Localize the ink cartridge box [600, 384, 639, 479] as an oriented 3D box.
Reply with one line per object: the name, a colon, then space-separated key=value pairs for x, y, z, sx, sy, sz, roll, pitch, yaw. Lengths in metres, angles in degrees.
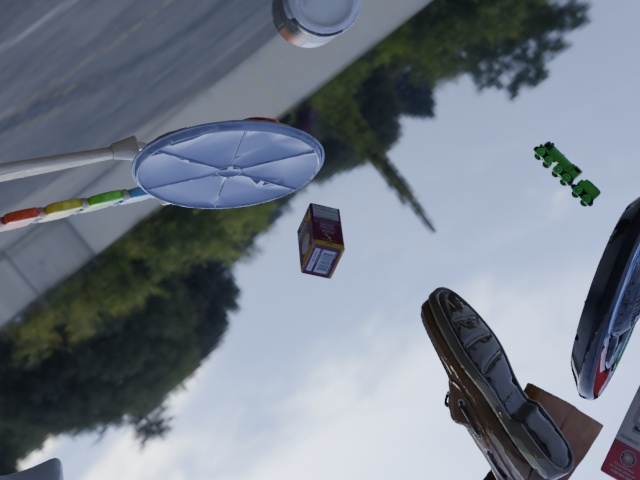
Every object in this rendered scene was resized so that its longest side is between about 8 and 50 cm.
ink cartridge box: x=0.641 y=0.320 z=2.067 sx=0.207 sy=0.117 sz=0.283 roll=27 pitch=-86 yaw=50

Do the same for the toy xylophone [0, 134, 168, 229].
toy xylophone: x=-0.318 y=-0.054 z=1.410 sx=0.323 sy=0.081 sz=0.236 roll=-14 pitch=-178 yaw=-12

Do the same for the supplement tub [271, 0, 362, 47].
supplement tub: x=-0.010 y=-0.354 z=1.810 sx=0.117 sy=0.117 sz=0.190 roll=-39 pitch=-171 yaw=-6

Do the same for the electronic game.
electronic game: x=0.310 y=0.055 z=1.223 sx=0.229 sy=0.048 sz=0.229 roll=-51 pitch=152 yaw=-40

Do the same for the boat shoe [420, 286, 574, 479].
boat shoe: x=0.216 y=0.214 z=1.656 sx=0.104 sy=0.307 sz=0.111 roll=-40 pitch=165 yaw=34

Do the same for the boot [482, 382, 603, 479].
boot: x=0.360 y=0.402 z=1.871 sx=0.280 sy=0.264 sz=0.096 roll=-58 pitch=-170 yaw=-17

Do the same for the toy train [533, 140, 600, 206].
toy train: x=0.249 y=-0.068 z=1.211 sx=0.024 sy=0.083 sz=0.017 roll=-39 pitch=166 yaw=-9

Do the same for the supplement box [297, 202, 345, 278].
supplement box: x=0.000 y=0.000 z=1.544 sx=0.083 sy=0.043 sz=0.055 roll=-97 pitch=-155 yaw=-50

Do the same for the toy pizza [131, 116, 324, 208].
toy pizza: x=-0.097 y=-0.085 z=1.254 sx=0.201 sy=0.032 sz=0.201 roll=-6 pitch=159 yaw=-2

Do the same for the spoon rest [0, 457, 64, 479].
spoon rest: x=-0.277 y=0.089 z=0.826 sx=0.084 sy=0.276 sz=0.137 roll=-28 pitch=-155 yaw=-2
